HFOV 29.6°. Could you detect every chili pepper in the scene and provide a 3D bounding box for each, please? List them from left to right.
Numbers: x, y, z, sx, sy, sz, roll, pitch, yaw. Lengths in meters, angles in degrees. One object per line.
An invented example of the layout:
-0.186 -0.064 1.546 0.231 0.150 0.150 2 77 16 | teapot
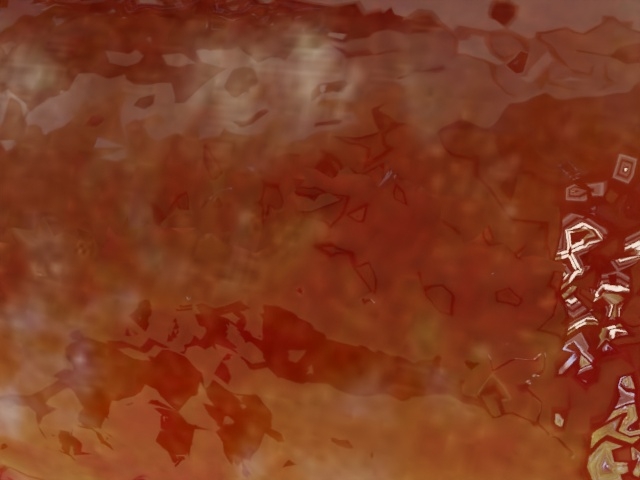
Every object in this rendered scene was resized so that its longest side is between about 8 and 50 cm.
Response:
0.000 0.000 0.421 0.229 0.306 0.251 -11 -77 -77 | chili pepper
